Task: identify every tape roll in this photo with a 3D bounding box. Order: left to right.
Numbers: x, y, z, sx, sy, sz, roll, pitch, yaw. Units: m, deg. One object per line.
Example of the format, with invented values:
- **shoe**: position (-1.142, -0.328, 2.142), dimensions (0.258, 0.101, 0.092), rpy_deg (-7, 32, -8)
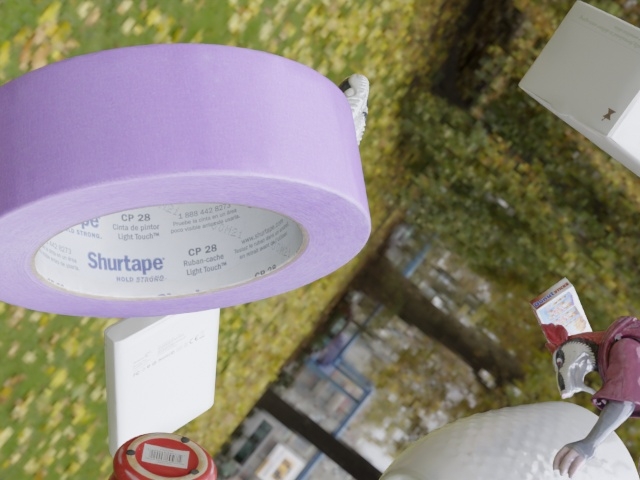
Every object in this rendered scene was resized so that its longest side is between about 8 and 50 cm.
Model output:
- **tape roll**: position (-0.107, -0.028, 0.747), dimensions (0.275, 0.275, 0.090), rpy_deg (129, -44, -63)

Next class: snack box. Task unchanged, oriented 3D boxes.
- **snack box**: position (0.358, 0.123, 1.579), dimensions (0.064, 0.022, 0.178), rpy_deg (-34, 139, 1)

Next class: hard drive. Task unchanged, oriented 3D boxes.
- **hard drive**: position (-0.292, 0.241, 2.000), dimensions (0.233, 0.047, 0.353), rpy_deg (-30, 145, -33)

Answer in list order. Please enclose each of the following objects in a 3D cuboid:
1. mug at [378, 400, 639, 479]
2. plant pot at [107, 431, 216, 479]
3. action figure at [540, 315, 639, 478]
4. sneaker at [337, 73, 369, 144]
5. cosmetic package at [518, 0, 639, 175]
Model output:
- **mug**: position (0.233, 0.426, 1.543), dimensions (0.328, 0.276, 0.374), rpy_deg (-1, 115, -38)
- **plant pot**: position (-0.265, 0.424, 1.755), dimensions (0.191, 0.191, 0.174), rpy_deg (-50, 157, -63)
- **action figure**: position (0.415, 0.168, 1.194), dimensions (0.275, 0.370, 0.248), rpy_deg (-64, 158, 10)
- **sneaker**: position (-0.041, -0.125, 1.334), dimensions (0.094, 0.153, 0.235), rpy_deg (74, 37, -69)
- **cosmetic package**: position (0.484, -0.178, 1.576), dimensions (0.366, 0.197, 0.155), rpy_deg (26, 103, -44)
